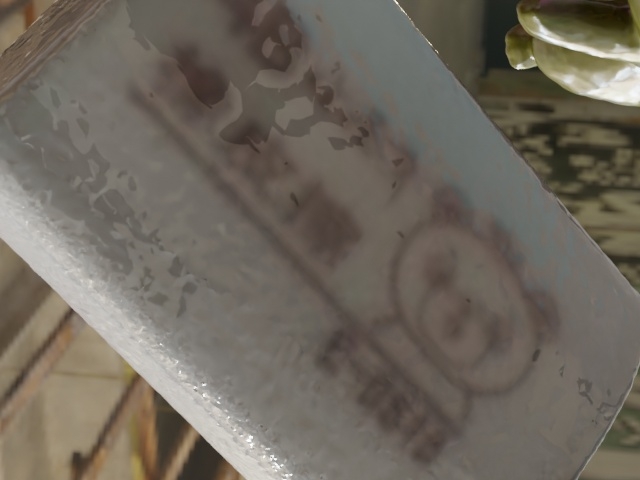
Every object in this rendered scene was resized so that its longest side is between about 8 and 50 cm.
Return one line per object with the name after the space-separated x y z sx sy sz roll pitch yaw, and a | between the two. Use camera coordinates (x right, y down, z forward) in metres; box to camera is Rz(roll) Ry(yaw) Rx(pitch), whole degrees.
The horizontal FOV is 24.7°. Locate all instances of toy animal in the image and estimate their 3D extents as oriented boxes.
0.244 -0.174 0.930 0.181 0.180 0.363 -60 5 -1 | toy animal

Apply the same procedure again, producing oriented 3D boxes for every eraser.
0.000 0.000 0.577 0.174 0.270 0.095 -51 20 -22 | eraser
